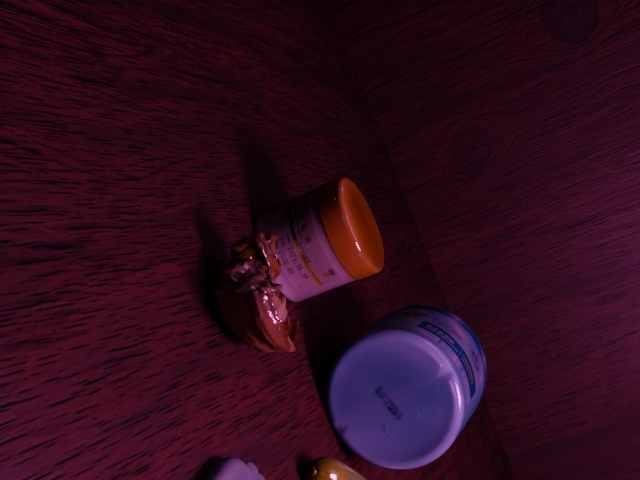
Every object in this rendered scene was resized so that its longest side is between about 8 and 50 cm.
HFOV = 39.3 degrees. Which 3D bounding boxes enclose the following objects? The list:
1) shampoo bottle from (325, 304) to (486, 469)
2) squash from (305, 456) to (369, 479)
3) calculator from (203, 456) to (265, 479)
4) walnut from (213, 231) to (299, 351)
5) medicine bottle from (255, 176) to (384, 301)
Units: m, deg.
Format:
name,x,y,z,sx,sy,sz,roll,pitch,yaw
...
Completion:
name,x,y,z,sx,sy,sz,roll,pitch,yaw
shampoo bottle,0.209,0.342,2.141,0.331,0.331,0.343,68,20,2
squash,0.036,0.497,1.840,0.188,0.095,0.095,50,25,-43
calculator,-0.137,0.459,1.463,0.185,0.041,0.299,65,19,-9
walnut,-0.127,0.120,1.748,0.238,0.141,0.204,-95,166,-48
medicine bottle,0.000,0.000,2.100,0.238,0.232,0.238,56,20,-33
